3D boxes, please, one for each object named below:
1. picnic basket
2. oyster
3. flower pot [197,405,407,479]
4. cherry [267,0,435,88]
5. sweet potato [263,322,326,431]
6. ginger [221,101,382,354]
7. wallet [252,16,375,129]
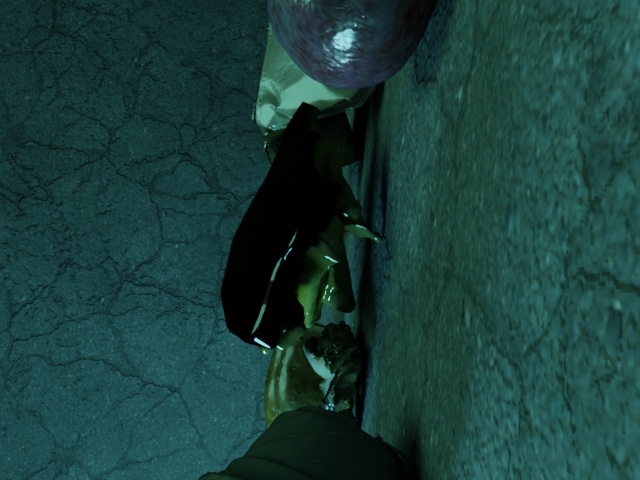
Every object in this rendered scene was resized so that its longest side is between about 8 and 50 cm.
[{"bbox_3d":[-0.027,-0.199,1.276,0.267,0.165,0.139,-108,-3,-81],"label":"picnic basket"},{"bbox_3d":[0.021,0.221,1.030,0.260,0.092,0.198,83,-171,-62],"label":"oyster"},{"bbox_3d":[-0.004,0.255,0.637,0.141,0.235,0.236,-58,-13,-34],"label":"flower pot"},{"bbox_3d":[0.042,-0.265,0.680,0.192,0.175,0.249,-60,14,-11],"label":"cherry"},{"bbox_3d":[-0.039,0.344,1.307,0.158,0.157,0.370,147,128,-85],"label":"sweet potato"},{"bbox_3d":[0.000,0.000,1.025,0.413,0.211,0.359,-112,43,-64],"label":"ginger"},{"bbox_3d":[-0.004,-0.348,1.078,0.274,0.068,0.336,4,85,42],"label":"wallet"}]
